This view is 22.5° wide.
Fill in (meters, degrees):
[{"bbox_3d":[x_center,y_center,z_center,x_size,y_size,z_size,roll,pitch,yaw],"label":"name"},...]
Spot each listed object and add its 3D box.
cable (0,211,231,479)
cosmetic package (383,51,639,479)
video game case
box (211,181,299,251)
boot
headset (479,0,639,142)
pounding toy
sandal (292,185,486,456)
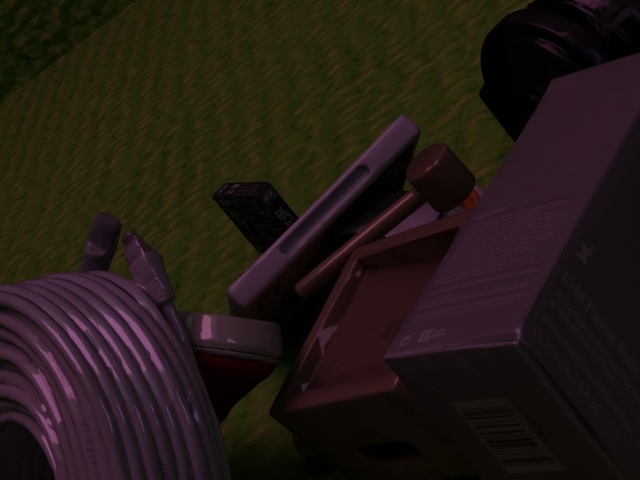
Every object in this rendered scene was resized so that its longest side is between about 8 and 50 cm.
[{"bbox_3d":[-0.145,0.147,0.923,0.257,0.089,0.257,-55,52,38],"label":"cable"},{"bbox_3d":[0.148,0.017,0.861,0.107,0.127,0.238,-13,35,49],"label":"cosmetic package"},{"bbox_3d":[0.000,0.000,1.162,0.173,0.022,0.190,-45,-8,-10],"label":"video game case"},{"bbox_3d":[-0.048,-0.019,1.347,0.018,0.067,0.083,-47,21,-20],"label":"box"},{"bbox_3d":[-0.096,0.141,0.992,0.244,0.088,0.176,149,131,-61],"label":"boot"},{"bbox_3d":[0.208,-0.169,1.056,0.243,0.185,0.394,-39,9,3],"label":"headset"},{"bbox_3d":[0.063,0.043,0.977,0.181,0.094,0.206,-20,36,54],"label":"pounding toy"},{"bbox_3d":[0.040,0.029,1.086,0.102,0.076,0.265,-20,27,41],"label":"sandal"}]
